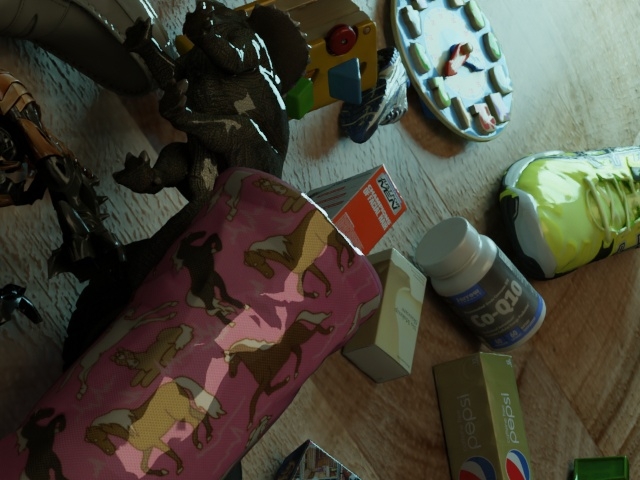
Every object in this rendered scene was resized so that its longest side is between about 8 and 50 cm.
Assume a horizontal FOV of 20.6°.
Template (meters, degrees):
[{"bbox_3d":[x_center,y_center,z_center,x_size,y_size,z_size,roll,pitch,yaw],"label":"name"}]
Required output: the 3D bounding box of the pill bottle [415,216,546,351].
[{"bbox_3d":[0.161,0.044,1.784,0.137,0.078,0.078,46,42,-28],"label":"pill bottle"}]

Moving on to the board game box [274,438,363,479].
[{"bbox_3d":[0.003,0.303,1.448,0.165,0.042,0.243,39,44,-10],"label":"board game box"}]

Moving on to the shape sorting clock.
[{"bbox_3d":[0.147,-0.204,1.915,0.206,0.040,0.206,27,54,-44],"label":"shape sorting clock"}]

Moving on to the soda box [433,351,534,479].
[{"bbox_3d":[0.164,0.204,1.727,0.058,0.061,0.181,9,67,-50],"label":"soda box"}]

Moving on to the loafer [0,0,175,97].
[{"bbox_3d":[-0.246,-0.200,1.358,0.319,0.112,0.111,37,55,-30],"label":"loafer"}]

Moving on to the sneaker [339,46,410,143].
[{"bbox_3d":[0.064,-0.137,1.768,0.058,0.052,0.135,54,39,-28],"label":"sneaker"}]

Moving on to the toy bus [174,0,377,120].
[{"bbox_3d":[-0.047,-0.153,1.581,0.191,0.202,0.104,-69,162,-45],"label":"toy bus"}]

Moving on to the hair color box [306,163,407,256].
[{"bbox_3d":[0.000,0.000,1.584,0.053,0.093,0.167,60,38,-15],"label":"hair color box"}]

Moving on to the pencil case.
[{"bbox_3d":[-0.117,0.125,1.203,0.386,0.167,0.160,-51,128,-18],"label":"pencil case"}]

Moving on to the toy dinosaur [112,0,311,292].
[{"bbox_3d":[-0.074,-0.084,1.354,0.160,0.121,0.313,27,53,-42],"label":"toy dinosaur"}]

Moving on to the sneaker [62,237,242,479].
[{"bbox_3d":[-0.121,0.141,1.373,0.130,0.109,0.286,17,65,-60],"label":"sneaker"}]

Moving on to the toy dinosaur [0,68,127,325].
[{"bbox_3d":[-0.235,-0.057,1.261,0.322,0.164,0.218,-11,72,-52],"label":"toy dinosaur"}]

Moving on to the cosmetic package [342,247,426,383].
[{"bbox_3d":[0.062,0.071,1.674,0.060,0.041,0.115,40,45,-35],"label":"cosmetic package"}]

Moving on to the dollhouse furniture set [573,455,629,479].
[{"bbox_3d":[0.320,0.300,1.917,0.076,0.058,0.152,-79,154,-46],"label":"dollhouse furniture set"}]

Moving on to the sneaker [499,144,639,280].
[{"bbox_3d":[0.334,-0.054,1.997,0.384,0.147,0.145,-21,93,-53],"label":"sneaker"}]
